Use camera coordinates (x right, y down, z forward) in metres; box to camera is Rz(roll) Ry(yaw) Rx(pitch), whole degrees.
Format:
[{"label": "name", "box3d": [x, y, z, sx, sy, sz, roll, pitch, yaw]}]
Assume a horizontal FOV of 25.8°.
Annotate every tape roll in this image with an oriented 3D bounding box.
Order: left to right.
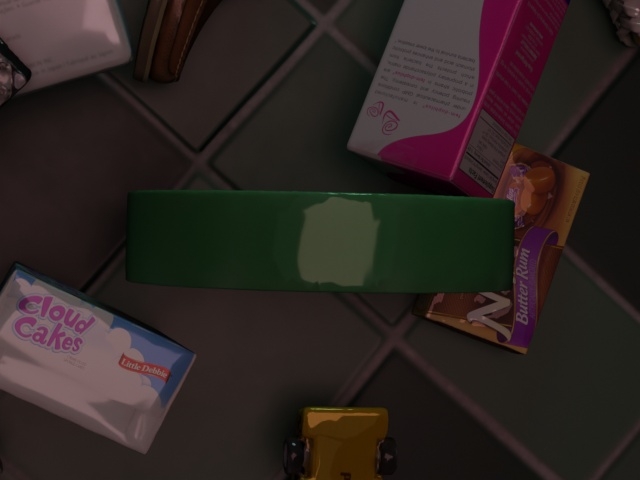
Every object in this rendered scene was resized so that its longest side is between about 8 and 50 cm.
[{"label": "tape roll", "box3d": [0.000, 0.000, 1.162, 0.321, 0.321, 0.077, 1, 89, -12]}]

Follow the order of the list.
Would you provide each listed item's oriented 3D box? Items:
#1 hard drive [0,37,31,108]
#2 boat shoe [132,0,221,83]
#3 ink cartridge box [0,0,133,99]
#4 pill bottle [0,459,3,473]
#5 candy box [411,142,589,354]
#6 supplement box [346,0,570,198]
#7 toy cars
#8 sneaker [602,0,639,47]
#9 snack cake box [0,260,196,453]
[{"label": "hard drive", "box3d": [-0.429, -0.170, 1.092, 0.237, 0.064, 0.339, -42, 104, 4]}, {"label": "boat shoe", "box3d": [-0.077, -0.274, 1.248, 0.104, 0.111, 0.307, 20, 87, -11]}, {"label": "ink cartridge box", "box3d": [-0.356, -0.289, 1.151, 0.308, 0.091, 0.385, -16, 104, -3]}, {"label": "pill bottle", "box3d": [-0.391, 0.199, 1.183, 0.221, 0.121, 0.121, -24, 96, -11]}, {"label": "candy box", "box3d": [0.172, 0.004, 1.338, 0.109, 0.053, 0.186, 22, 85, -12]}, {"label": "supplement box", "box3d": [0.128, -0.155, 1.275, 0.111, 0.114, 0.220, 20, 85, 28]}, {"label": "toy cars", "box3d": [0.073, 0.317, 1.310, 0.176, 0.087, 0.393, -38, 102, -4]}, {"label": "sneaker", "box3d": [0.311, -0.242, 1.347, 0.229, 0.087, 0.092, 35, 86, -9]}, {"label": "snack cake box", "box3d": [-0.204, 0.089, 1.149, 0.152, 0.264, 0.089, 28, 85, -12]}]
